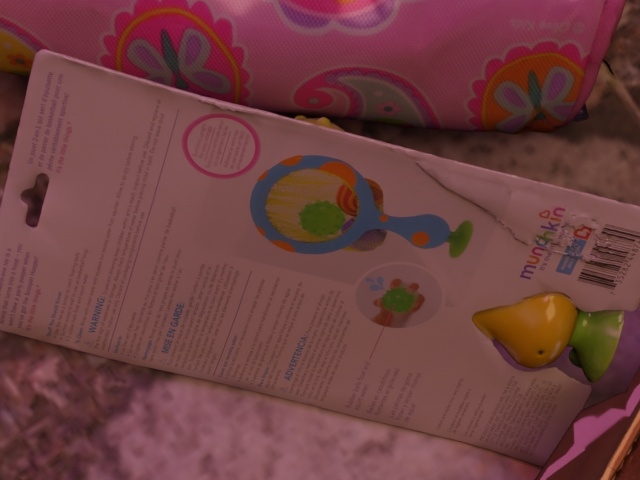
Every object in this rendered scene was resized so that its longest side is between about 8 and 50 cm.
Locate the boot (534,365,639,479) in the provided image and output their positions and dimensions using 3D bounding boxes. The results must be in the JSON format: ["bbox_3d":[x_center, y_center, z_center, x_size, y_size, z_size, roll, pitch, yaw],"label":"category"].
[{"bbox_3d":[0.180,0.045,0.750,0.115,0.112,0.305,30,86,18],"label":"boot"}]

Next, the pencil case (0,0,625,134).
[{"bbox_3d":[-0.025,-0.112,0.754,0.284,0.124,0.124,5,82,-9],"label":"pencil case"}]

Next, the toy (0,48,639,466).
[{"bbox_3d":[0.000,0.000,0.756,0.237,0.137,0.056,17,39,-5],"label":"toy"}]
